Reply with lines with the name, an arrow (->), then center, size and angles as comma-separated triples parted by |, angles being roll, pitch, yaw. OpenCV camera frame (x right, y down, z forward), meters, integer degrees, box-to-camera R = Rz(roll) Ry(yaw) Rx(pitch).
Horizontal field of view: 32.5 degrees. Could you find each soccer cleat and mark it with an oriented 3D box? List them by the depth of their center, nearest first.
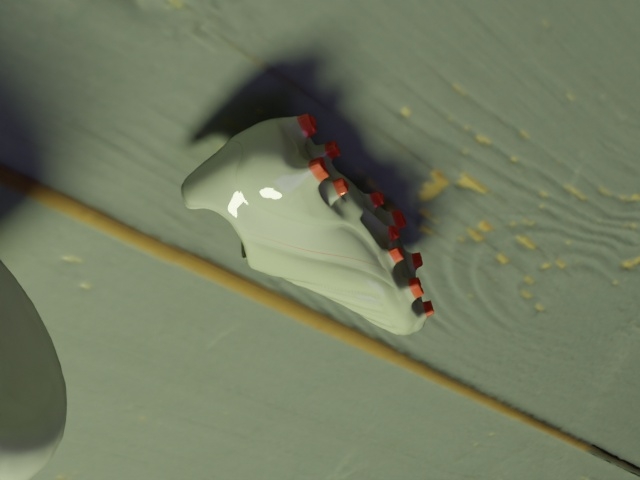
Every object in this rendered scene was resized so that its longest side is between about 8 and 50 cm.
soccer cleat -> 0.000, 0.000, 0.599 | 0.076, 0.068, 0.196 | -23, 142, 17

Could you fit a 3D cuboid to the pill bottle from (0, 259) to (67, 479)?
pill bottle -> -0.261, 0.106, 0.472 | 0.278, 0.162, 0.162 | -37, 141, 9
